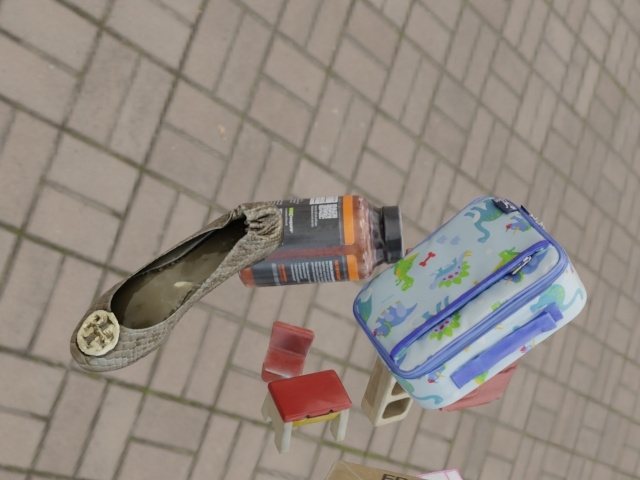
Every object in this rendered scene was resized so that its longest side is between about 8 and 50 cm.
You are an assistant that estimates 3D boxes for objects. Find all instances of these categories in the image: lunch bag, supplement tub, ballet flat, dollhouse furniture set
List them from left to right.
[{"bbox_3d":[-0.141,0.038,0.978,0.250,0.084,0.058,-34,156,-12],"label":"ballet flat"},{"bbox_3d":[0.000,0.000,1.189,0.106,0.198,0.106,-4,90,-85],"label":"supplement tub"},{"bbox_3d":[0.085,0.141,1.407,0.374,0.201,0.152,-8,135,-26],"label":"dollhouse furniture set"},{"bbox_3d":[0.154,0.062,1.037,0.219,0.176,0.090,-35,125,3],"label":"lunch bag"}]

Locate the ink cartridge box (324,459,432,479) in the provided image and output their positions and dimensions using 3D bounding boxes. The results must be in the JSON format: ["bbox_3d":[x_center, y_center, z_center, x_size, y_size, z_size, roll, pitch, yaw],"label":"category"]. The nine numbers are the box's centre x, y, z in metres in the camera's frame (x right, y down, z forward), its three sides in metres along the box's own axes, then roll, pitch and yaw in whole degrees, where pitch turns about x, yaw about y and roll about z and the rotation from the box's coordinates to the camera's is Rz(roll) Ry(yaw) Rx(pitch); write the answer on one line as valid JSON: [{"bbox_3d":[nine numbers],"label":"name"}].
[{"bbox_3d":[0.100,0.263,0.627,0.088,0.235,0.193,-47,146,-68],"label":"ink cartridge box"}]

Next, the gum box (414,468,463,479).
[{"bbox_3d":[0.125,0.325,0.966,0.062,0.188,0.107,3,134,-40],"label":"gum box"}]
